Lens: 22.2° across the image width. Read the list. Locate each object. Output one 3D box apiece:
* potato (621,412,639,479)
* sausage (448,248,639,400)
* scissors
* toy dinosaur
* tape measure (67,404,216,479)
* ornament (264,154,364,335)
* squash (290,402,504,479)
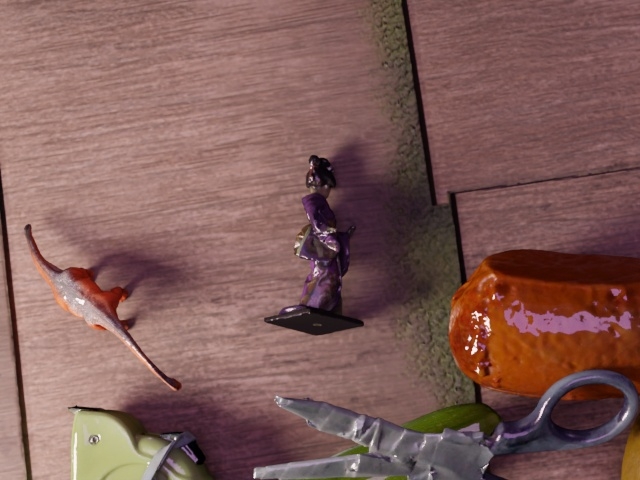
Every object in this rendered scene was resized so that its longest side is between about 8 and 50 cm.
[{"bbox_3d":[0.394,0.231,1.708,0.203,0.178,0.158,-33,62,21],"label":"potato"},{"bbox_3d":[0.271,0.091,1.734,0.268,0.153,0.141,1,111,5],"label":"sausage"},{"bbox_3d":[0.125,0.231,1.700,0.384,0.029,0.256,6,116,-6],"label":"scissors"},{"bbox_3d":[-0.243,0.077,1.807,0.280,0.101,0.055,35,97,19],"label":"toy dinosaur"},{"bbox_3d":[-0.198,0.286,1.770,0.175,0.106,0.200,4,84,9],"label":"tape measure"},{"bbox_3d":[0.006,0.005,1.813,0.088,0.081,0.203,-17,58,44],"label":"ornament"},{"bbox_3d":[0.065,0.254,1.765,0.293,0.082,0.082,-25,81,-1],"label":"squash"}]
